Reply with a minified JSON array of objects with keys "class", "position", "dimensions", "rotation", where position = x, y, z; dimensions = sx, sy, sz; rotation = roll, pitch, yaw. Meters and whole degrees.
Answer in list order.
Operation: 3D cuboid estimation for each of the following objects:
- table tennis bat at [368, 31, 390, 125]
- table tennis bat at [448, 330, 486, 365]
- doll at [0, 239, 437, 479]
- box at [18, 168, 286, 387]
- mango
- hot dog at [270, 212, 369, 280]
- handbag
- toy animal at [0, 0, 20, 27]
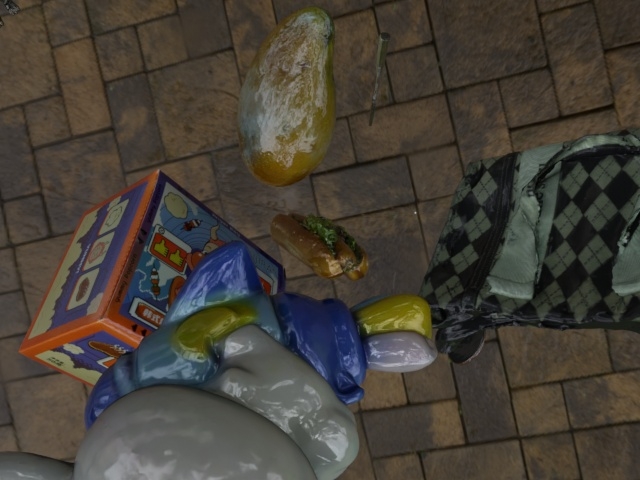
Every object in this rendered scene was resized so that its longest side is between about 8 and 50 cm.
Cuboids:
[{"class":"table tennis bat","position":[0.126,-0.358,1.311],"dimensions":[0.022,0.234,0.131],"rotation":[9,56,2]},{"class":"table tennis bat","position":[0.239,0.137,0.986],"dimensions":[0.013,0.156,0.087],"rotation":[27,130,-17]},{"class":"doll","position":[-0.068,0.150,0.479],"dimensions":[0.376,0.365,0.187],"rotation":[22,123,6]},{"class":"box","position":[-0.280,0.116,1.093],"dimensions":[0.257,0.318,0.349],"rotation":[-22,132,32]},{"class":"mango","position":[-0.054,-0.242,1.015],"dimensions":[0.193,0.146,0.316],"rotation":[35,124,32]},{"class":"hot dog","position":[0.000,0.000,1.261],"dimensions":[0.135,0.337,0.100],"rotation":[9,102,-28]},{"class":"handbag","position":[0.333,0.007,0.718],"dimensions":[0.416,0.316,0.180],"rotation":[-6,128,46]},{"class":"toy animal","position":[-0.344,-0.240,0.563],"dimensions":[0.220,0.108,0.062],"rotation":[-22,100,18]}]
